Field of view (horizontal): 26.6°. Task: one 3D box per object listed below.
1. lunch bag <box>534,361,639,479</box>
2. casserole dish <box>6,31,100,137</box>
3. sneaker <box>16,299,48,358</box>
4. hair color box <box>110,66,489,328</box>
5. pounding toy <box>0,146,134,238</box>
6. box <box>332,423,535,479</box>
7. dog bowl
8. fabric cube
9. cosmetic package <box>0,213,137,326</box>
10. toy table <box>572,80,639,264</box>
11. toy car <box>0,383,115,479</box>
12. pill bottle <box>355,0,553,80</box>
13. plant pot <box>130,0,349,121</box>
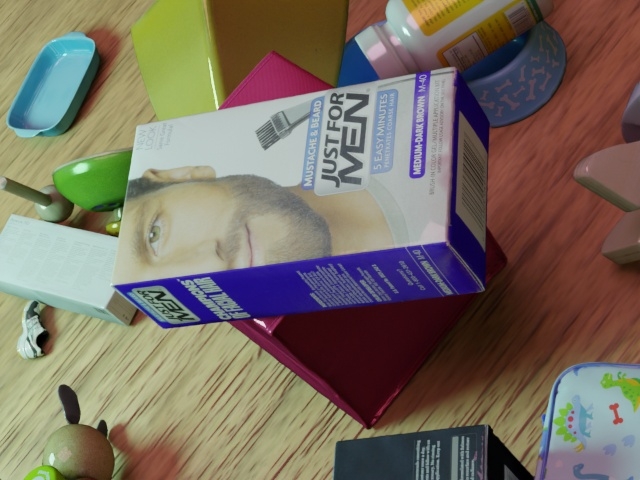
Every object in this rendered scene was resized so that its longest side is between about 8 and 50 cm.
[{"bbox_3d":[0.288,0.223,1.265,0.176,0.090,0.219,-2,59,28],"label":"lunch bag"},{"bbox_3d":[-0.387,-0.222,1.988,0.114,0.037,0.188,5,62,33],"label":"casserole dish"},{"bbox_3d":[-0.369,0.116,1.761,0.037,0.032,0.083,-5,62,11],"label":"sneaker"},{"bbox_3d":[-0.018,-0.035,1.270,0.338,0.110,0.185,-9,59,25],"label":"hair color box"},{"bbox_3d":[-0.270,-0.044,1.737,0.236,0.183,0.110,-12,84,8],"label":"pounding toy"},{"bbox_3d":[0.113,0.254,1.302,0.158,0.156,0.093,-10,56,25],"label":"box"},{"bbox_3d":[0.146,-0.211,1.647,0.297,0.074,0.166,-11,55,23],"label":"dog bowl"},{"bbox_3d":[0.000,0.000,1.472,0.258,0.259,0.254,33,79,38],"label":"fabric cube"},{"bbox_3d":[-0.329,0.037,1.765,0.239,0.060,0.099,12,69,35],"label":"cosmetic package"},{"bbox_3d":[0.378,-0.069,1.319,0.252,0.274,0.161,25,71,-3],"label":"toy table"},{"bbox_3d":[-0.294,0.263,1.544,0.149,0.155,0.188,-13,45,23],"label":"toy car"},{"bbox_3d":[0.149,-0.253,1.547,0.208,0.117,0.117,-33,49,7],"label":"pill bottle"},{"bbox_3d":[-0.096,-0.203,1.669,0.212,0.212,0.187,-30,61,55],"label":"plant pot"}]
